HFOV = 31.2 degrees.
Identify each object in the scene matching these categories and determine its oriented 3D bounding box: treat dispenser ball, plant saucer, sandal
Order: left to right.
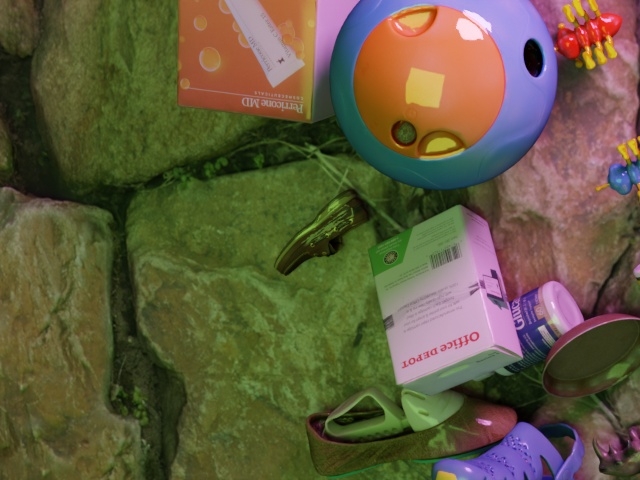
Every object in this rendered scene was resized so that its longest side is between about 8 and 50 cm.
[{"bbox_3d":[0.155,-0.207,1.462,0.288,0.288,0.288,7,107,23],"label":"treat dispenser ball"},{"bbox_3d":[0.266,0.314,1.584,0.126,0.317,0.138,9,87,42],"label":"sandal"},{"bbox_3d":[0.373,0.152,1.559,0.168,0.168,0.029,-48,45,27],"label":"plant saucer"}]

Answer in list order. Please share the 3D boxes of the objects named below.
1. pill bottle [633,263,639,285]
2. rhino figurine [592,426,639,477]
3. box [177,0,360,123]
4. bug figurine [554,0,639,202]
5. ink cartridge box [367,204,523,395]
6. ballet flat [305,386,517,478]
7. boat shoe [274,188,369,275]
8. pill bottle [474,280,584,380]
[{"bbox_3d":[0.472,0.076,1.526,0.065,0.065,0.116,-30,92,28],"label":"pill bottle"},{"bbox_3d":[0.486,0.339,1.589,0.243,0.073,0.106,32,119,15],"label":"rhino figurine"},{"bbox_3d":[-0.067,-0.354,1.590,0.215,0.168,0.345,9,108,22],"label":"box"},{"bbox_3d":[0.422,-0.194,1.469,0.216,0.072,0.279,-20,91,21],"label":"bug figurine"},{"bbox_3d":[0.171,0.086,1.590,0.160,0.093,0.219,-26,58,28],"label":"ink cartridge box"},{"bbox_3d":[0.118,0.269,1.710,0.342,0.116,0.124,-16,111,32],"label":"ballet flat"},{"bbox_3d":[0.000,0.000,1.717,0.178,0.064,0.060,-43,83,25],"label":"boat shoe"},{"bbox_3d":[0.277,0.133,1.612,0.169,0.094,0.094,-31,90,28],"label":"pill bottle"}]
